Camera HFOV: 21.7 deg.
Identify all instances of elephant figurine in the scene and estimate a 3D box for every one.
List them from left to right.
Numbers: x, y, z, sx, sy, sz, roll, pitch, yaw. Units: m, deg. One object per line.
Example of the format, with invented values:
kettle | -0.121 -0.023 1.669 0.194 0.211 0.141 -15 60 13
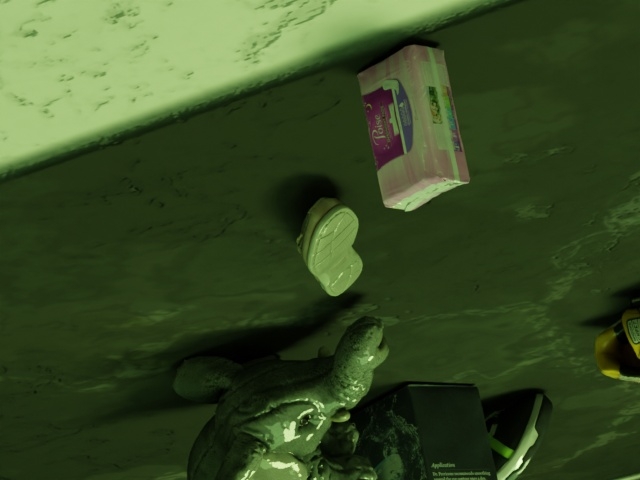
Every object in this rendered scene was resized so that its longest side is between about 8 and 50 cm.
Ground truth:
elephant figurine | -0.046 0.153 1.398 0.169 0.186 0.239 29 159 23

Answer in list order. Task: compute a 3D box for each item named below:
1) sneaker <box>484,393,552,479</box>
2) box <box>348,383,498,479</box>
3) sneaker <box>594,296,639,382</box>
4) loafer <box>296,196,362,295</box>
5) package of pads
sneaker | 0.132 0.222 1.702 0.235 0.097 0.084 -44 -172 25
box | 0.087 0.237 1.615 0.093 0.158 0.156 5 154 -36
sneaker | 0.309 0.076 1.401 0.093 0.088 0.225 0 157 -21
loafer | 0.000 0.000 1.136 0.045 0.039 0.125 -42 159 -11
package of pads | 0.052 -0.062 0.934 0.032 0.083 0.050 3 159 -43
